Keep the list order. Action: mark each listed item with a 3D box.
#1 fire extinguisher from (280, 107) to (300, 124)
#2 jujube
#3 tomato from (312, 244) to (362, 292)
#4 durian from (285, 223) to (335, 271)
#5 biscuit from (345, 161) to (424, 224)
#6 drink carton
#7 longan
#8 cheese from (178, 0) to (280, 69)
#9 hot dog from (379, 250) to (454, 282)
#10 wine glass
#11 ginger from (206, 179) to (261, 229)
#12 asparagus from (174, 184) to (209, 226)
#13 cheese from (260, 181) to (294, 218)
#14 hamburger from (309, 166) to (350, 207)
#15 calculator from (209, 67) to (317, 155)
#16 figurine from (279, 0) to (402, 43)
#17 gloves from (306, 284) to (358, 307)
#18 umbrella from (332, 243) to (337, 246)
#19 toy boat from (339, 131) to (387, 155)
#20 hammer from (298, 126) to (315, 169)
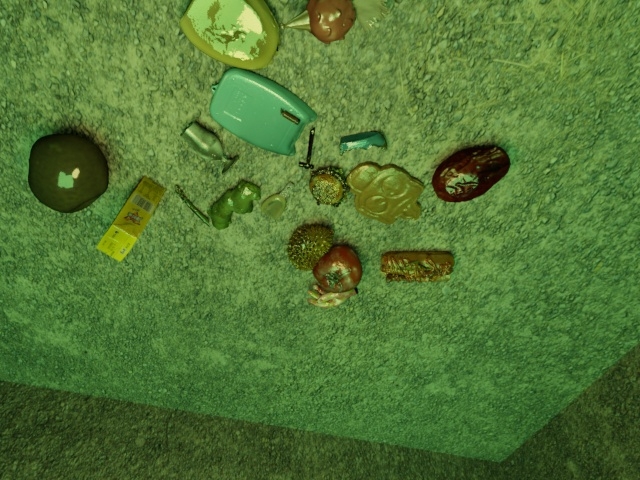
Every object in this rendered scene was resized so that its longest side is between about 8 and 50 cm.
[{"bbox_3d":[-0.111,-0.448,1.616,0.083,0.022,0.028,27,86,-22],"label":"fire extinguisher"},{"bbox_3d":[0.574,-0.252,1.718,0.290,0.197,0.197,-25,124,10],"label":"jujube"},{"bbox_3d":[0.084,0.128,2.033,0.231,0.189,0.232,9,129,11],"label":"tomato"},{"bbox_3d":[-0.066,0.027,1.952,0.183,0.138,0.250,41,111,6],"label":"durian"},{"bbox_3d":[0.274,-0.185,1.869,0.375,0.051,0.269,28,126,-20],"label":"biscuit"},{"bbox_3d":[-0.743,-0.093,1.776,0.111,0.351,0.154,34,122,-23],"label":"drink carton"},{"bbox_3d":[-0.968,-0.251,1.711,0.288,0.289,0.350,35,130,-24],"label":"longan"},{"bbox_3d":[-0.273,-0.683,1.434,0.315,0.128,0.259,33,121,-25],"label":"cheese"},{"bbox_3d":[0.449,0.130,2.072,0.348,0.117,0.158,2,128,1],"label":"hot dog"},{"bbox_3d":[-0.424,-0.357,1.717,0.103,0.103,0.222,-35,122,26],"label":"wine glass"},{"bbox_3d":[-0.367,-0.144,1.898,0.289,0.089,0.137,-32,140,20],"label":"ginger"},{"bbox_3d":[-0.555,-0.148,1.934,0.034,0.027,0.236,-11,130,36],"label":"asparagus"},{"bbox_3d":[-0.173,-0.175,1.896,0.097,0.037,0.192,29,123,-21],"label":"cheese"},{"bbox_3d":[0.030,-0.208,1.815,0.164,0.093,0.190,-12,125,27],"label":"hamburger"},{"bbox_3d":[-0.224,-0.468,1.654,0.386,0.054,0.256,26,125,-17],"label":"calculator"},{"bbox_3d":[0.063,-0.717,1.386,0.386,0.166,0.207,-19,163,8],"label":"figurine"},{"bbox_3d":[0.055,0.265,2.174,0.241,0.145,0.126,-25,123,10],"label":"gloves"},{"bbox_3d":[0.000,0.000,2.041,0.165,0.025,0.027,21,149,-12],"label":"umbrella"},{"bbox_3d":[0.161,-0.363,1.710,0.185,0.075,0.077,-11,125,6],"label":"toy boat"},{"bbox_3d":[-0.046,-0.359,1.754,0.065,0.021,0.178,8,128,-4],"label":"hammer"}]
